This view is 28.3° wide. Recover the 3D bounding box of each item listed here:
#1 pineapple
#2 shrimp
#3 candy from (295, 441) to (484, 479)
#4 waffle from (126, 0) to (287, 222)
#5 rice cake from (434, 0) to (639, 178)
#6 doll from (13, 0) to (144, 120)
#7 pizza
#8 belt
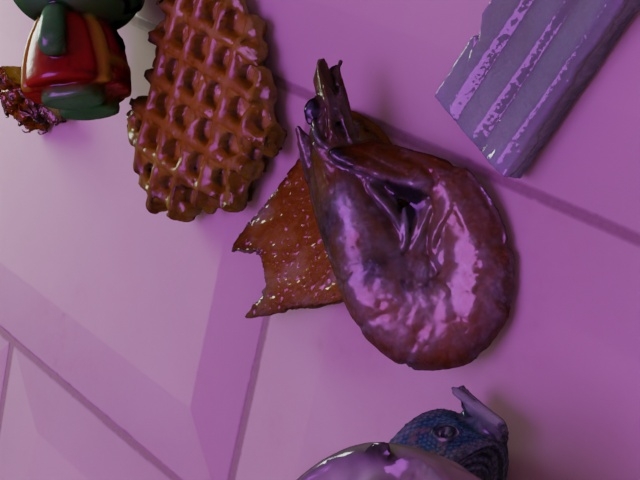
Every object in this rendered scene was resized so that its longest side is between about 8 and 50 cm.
[{"bbox_3d":[-0.368,-0.182,1.668,0.114,0.077,0.114,34,152,29],"label":"pineapple"},{"bbox_3d":[0.073,-0.034,1.165,0.168,0.077,0.317,-23,81,18],"label":"shrimp"},{"bbox_3d":[0.030,0.387,0.969,0.427,0.186,0.386,-44,47,20],"label":"candy"},{"bbox_3d":[-0.140,-0.154,1.421,0.291,0.051,0.291,3,94,45],"label":"waffle"},{"bbox_3d":[0.187,-0.176,1.070,0.127,0.043,0.237,54,128,29],"label":"rice cake"},{"bbox_3d":[-0.281,-0.324,1.464,0.160,0.182,0.363,3,83,18],"label":"doll"},{"bbox_3d":[0.000,0.000,1.287,0.262,0.034,0.181,-43,63,35],"label":"pizza"},{"bbox_3d":[0.099,0.233,1.124,0.082,0.147,0.163,35,144,38],"label":"belt"}]
